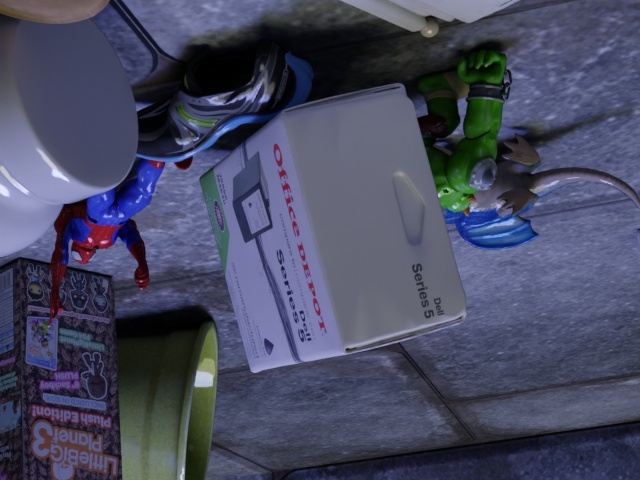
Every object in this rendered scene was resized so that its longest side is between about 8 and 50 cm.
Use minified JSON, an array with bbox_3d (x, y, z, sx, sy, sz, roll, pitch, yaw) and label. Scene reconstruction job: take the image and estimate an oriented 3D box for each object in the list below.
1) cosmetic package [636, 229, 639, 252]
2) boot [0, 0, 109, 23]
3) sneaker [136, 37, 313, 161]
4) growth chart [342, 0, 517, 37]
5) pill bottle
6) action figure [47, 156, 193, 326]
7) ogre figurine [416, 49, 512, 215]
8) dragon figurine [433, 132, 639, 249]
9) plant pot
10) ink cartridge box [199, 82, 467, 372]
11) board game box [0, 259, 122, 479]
[{"bbox_3d":[0.545,0.052,1.571,0.225,0.138,0.224,-14,159,24],"label":"cosmetic package"},{"bbox_3d":[-0.254,-0.204,0.683,0.236,0.089,0.269,19,175,5],"label":"boot"},{"bbox_3d":[-0.095,-0.122,1.028,0.188,0.067,0.078,-18,138,33],"label":"sneaker"},{"bbox_3d":[0.120,-0.209,0.889,0.237,0.021,0.172,-18,156,31],"label":"growth chart"},{"bbox_3d":[-0.312,-0.062,0.924,0.334,0.188,0.188,-15,158,25],"label":"pill bottle"},{"bbox_3d":[-0.204,-0.003,1.213,0.091,0.139,0.280,4,161,-23],"label":"action figure"},{"bbox_3d":[0.091,-0.079,1.098,0.197,0.118,0.097,-16,158,27],"label":"ogre figurine"},{"bbox_3d":[0.177,-0.042,1.269,0.289,0.085,0.144,-5,163,10],"label":"dragon figurine"},{"bbox_3d":[-0.287,0.237,1.717,0.254,0.276,0.276,6,161,3],"label":"plant pot"},{"bbox_3d":[0.000,0.000,1.076,0.115,0.198,0.273,-14,176,-20],"label":"ink cartridge box"},{"bbox_3d":[-0.366,0.201,1.491,0.232,0.291,0.141,-22,155,39],"label":"board game box"}]
